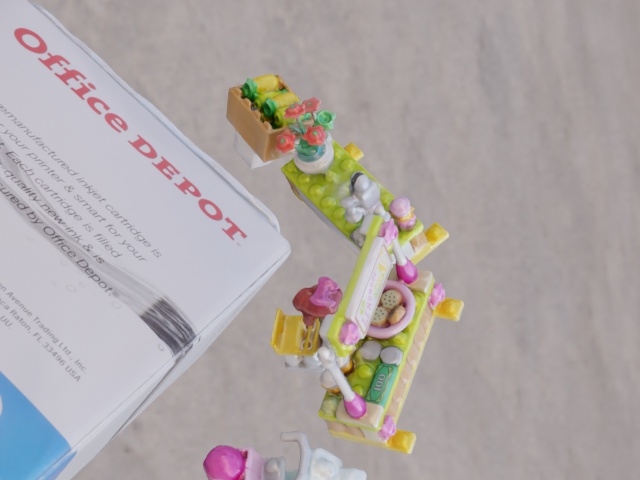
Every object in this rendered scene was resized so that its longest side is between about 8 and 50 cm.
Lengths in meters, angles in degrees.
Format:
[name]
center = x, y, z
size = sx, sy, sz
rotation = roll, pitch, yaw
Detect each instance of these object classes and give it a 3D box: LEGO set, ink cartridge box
[LEGO set]
center = 0.000, 0.000, 0.850
size = 0.107, 0.132, 0.287
rotation = 62, 22, -55
[ink cartridge box]
center = -0.238, 0.029, 1.036
size = 0.285, 0.166, 0.395
rotation = 43, 33, 3
